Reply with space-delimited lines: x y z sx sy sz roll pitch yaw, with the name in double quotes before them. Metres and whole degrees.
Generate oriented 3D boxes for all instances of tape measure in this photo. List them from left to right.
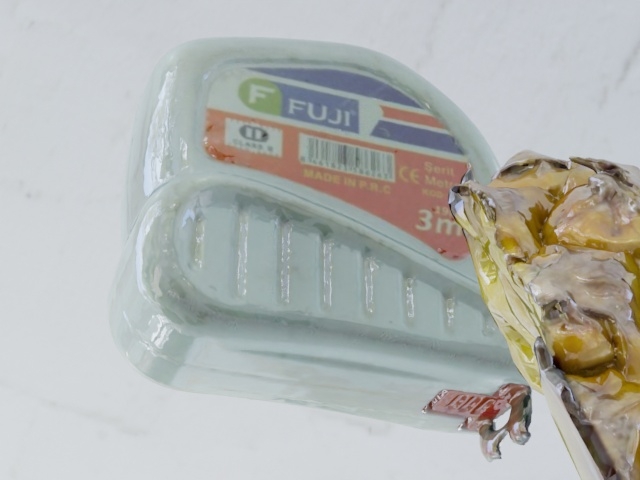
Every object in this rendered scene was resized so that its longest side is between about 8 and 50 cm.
"tape measure" 0.000 0.001 0.802 0.243 0.246 0.125 12 -35 -17

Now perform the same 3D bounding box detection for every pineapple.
"pineapple" 0.109 0.059 0.391 0.076 0.225 0.225 -27 -64 6
